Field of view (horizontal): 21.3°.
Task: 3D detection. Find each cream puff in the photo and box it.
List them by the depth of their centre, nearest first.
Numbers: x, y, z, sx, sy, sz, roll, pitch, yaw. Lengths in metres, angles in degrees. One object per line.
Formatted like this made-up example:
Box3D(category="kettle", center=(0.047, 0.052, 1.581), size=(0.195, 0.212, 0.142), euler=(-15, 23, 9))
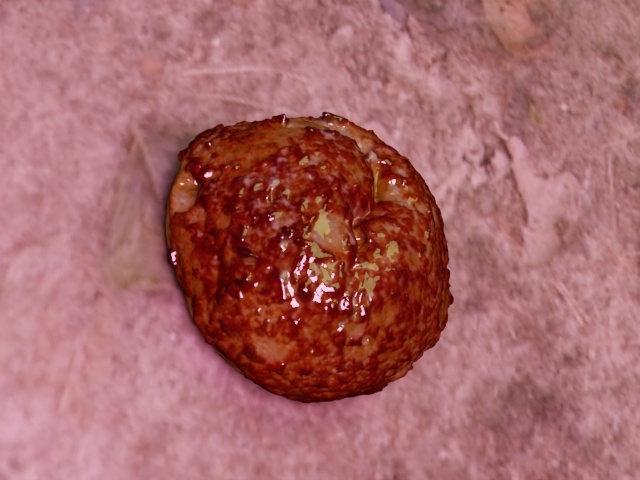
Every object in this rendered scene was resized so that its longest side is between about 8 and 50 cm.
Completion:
Box3D(category="cream puff", center=(0.000, 0.000, 0.769), size=(0.149, 0.084, 0.149), euler=(25, 45, -27))
